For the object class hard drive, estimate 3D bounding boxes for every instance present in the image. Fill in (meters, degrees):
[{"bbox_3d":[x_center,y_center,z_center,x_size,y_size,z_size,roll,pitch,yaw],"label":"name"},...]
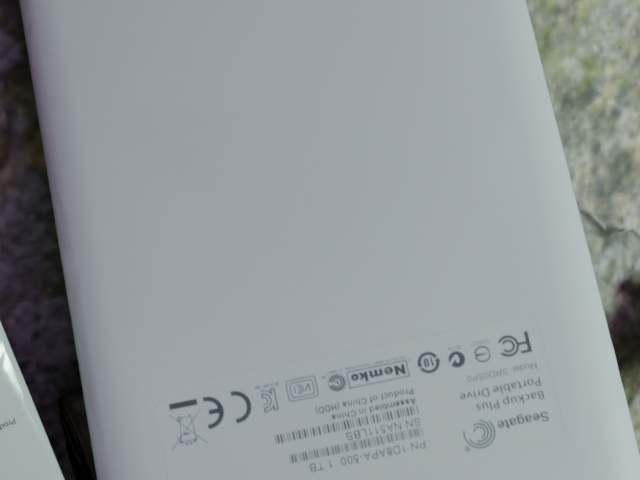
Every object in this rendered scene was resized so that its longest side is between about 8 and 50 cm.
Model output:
[{"bbox_3d":[0.000,0.000,0.710,0.210,0.040,0.318,-11,74,-3],"label":"hard drive"}]

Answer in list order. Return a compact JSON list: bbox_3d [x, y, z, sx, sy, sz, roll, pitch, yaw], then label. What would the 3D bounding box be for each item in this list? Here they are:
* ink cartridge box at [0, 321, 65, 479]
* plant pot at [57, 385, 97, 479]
[{"bbox_3d":[-0.159,0.109,0.711,0.087,0.153,0.208,-25,111,-21],"label":"ink cartridge box"},{"bbox_3d":[-0.022,0.101,0.779,0.165,0.167,0.167,-18,107,-13],"label":"plant pot"}]
